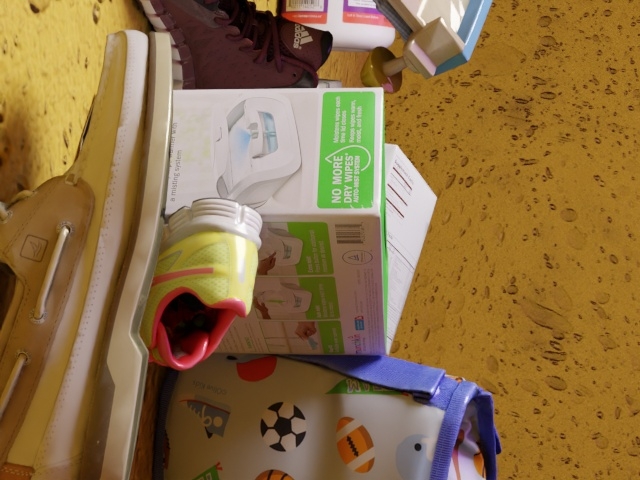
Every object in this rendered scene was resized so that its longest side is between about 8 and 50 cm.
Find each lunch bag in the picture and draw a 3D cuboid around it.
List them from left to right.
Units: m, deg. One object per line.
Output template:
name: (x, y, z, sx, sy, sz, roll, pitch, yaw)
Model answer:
lunch bag: (0.007, 0.280, 0.960, 0.239, 0.328, 0.385, -34, 128, -55)

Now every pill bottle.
pill bottle: (0.034, -0.458, 1.414, 0.181, 0.182, 0.322, -47, 141, -78)

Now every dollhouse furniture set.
dollhouse furniture set: (0.010, -0.313, 0.850, 0.286, 0.198, 0.303, 42, 53, -29)

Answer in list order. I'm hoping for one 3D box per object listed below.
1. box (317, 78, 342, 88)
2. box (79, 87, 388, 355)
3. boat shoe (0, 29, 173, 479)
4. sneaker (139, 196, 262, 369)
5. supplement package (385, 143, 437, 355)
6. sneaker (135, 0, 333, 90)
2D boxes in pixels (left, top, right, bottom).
box: (-0.030, -0.193, 1.411, 0.275, 0.094, 0.113, -54, 147, -75)
box: (-0.058, -0.002, 0.791, 0.262, 0.231, 0.126, 79, 12, -60)
boat shoe: (-0.150, 0.006, 0.561, 0.113, 0.103, 0.302, 121, -25, -73)
sneaker: (-0.117, 0.058, 0.660, 0.208, 0.082, 0.094, -41, -135, 38)
supplement package: (0.000, 0.000, 1.062, 0.149, 0.194, 0.203, 41, 64, -57)
sneaker: (-0.071, -0.213, 0.839, 0.281, 0.163, 0.106, 82, 15, -59)
